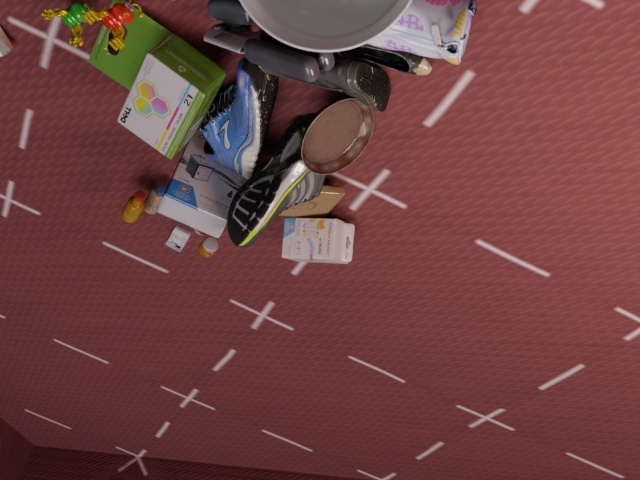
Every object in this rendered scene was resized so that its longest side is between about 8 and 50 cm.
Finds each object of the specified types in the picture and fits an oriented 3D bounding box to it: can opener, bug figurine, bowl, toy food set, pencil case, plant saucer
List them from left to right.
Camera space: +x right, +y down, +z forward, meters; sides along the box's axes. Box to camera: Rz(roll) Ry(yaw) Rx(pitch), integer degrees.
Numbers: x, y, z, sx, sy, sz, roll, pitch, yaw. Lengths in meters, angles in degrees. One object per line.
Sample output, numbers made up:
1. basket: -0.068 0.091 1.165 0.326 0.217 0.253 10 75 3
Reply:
1. bug figurine: -0.455 -0.459 1.905 0.216 0.072 0.279 -4 137 51
2. toy food set: -0.323 -0.058 2.424 0.232 0.111 0.104 28 147 -10
3. can opener: -0.100 -0.353 1.830 0.283 0.076 0.095 25 143 39
4. bowl: 0.015 -0.435 1.624 0.298 0.297 0.134 14 -169 6
5. plant saucer: 0.027 -0.203 2.029 0.029 0.168 0.168 46 165 36
6. pencil case: 0.115 -0.364 1.745 0.273 0.124 0.113 13 147 9

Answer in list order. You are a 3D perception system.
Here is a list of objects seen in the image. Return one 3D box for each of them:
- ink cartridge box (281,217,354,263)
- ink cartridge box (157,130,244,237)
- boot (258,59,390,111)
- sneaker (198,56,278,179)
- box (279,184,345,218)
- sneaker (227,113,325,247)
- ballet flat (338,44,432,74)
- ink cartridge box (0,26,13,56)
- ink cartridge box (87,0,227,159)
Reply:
1. ink cartridge box: 0.000 0.000 2.343 0.143 0.092 0.090 1 173 24
2. ink cartridge box: -0.238 -0.121 2.216 0.140 0.190 0.082 23 146 -8
3. boot: 0.007 -0.298 1.936 0.209 0.076 0.190 10 169 27
4. sneaker: -0.172 -0.239 2.068 0.147 0.129 0.330 17 148 -3
5. box: -0.068 -0.086 2.255 0.201 0.021 0.164 3 161 -16
6. sneaker: -0.065 -0.099 2.114 0.121 0.300 0.111 37 -175 -45
7. ballet flat: 0.112 -0.320 1.879 0.173 0.049 0.057 17 148 2
8. ink cartridge box: -0.720 -0.440 2.139 0.145 0.045 0.179 -7 121 35
9. ink cartridge box: -0.330 -0.304 1.995 0.255 0.097 0.189 35 133 -1
